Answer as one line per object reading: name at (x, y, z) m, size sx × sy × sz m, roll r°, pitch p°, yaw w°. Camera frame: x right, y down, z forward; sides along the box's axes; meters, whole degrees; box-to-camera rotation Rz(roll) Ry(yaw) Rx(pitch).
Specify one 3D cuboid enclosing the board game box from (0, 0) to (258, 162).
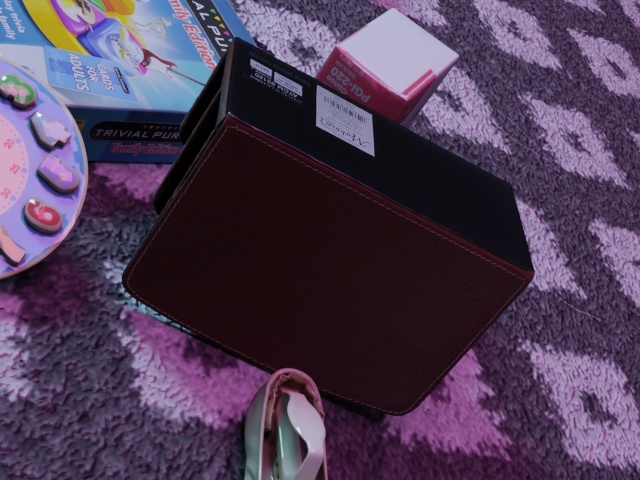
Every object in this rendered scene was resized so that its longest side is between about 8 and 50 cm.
board game box at (-0.211, -0.195, 1.226) m, size 0.336 × 0.079 × 0.254 m, roll -3°, pitch 53°, yaw -45°

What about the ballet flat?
ballet flat at (-0.022, 0.203, 0.955) m, size 0.086 × 0.086 × 0.248 m, roll 22°, pitch 38°, yaw -25°

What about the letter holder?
letter holder at (0.000, 0.000, 1.099) m, size 0.302 × 0.214 × 0.152 m, roll 26°, pitch 30°, yaw -17°

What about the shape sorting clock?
shape sorting clock at (-0.288, -0.064, 0.981) m, size 0.206 × 0.040 × 0.206 m, roll 7°, pitch 66°, yaw -17°

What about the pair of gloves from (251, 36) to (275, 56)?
pair of gloves at (-0.088, -0.218, 1.432) m, size 0.074 × 0.010 × 0.083 m, roll 26°, pitch 34°, yaw -18°

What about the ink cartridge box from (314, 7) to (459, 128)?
ink cartridge box at (0.025, -0.109, 1.232) m, size 0.092 × 0.218 × 0.158 m, roll 38°, pitch 34°, yaw 6°
